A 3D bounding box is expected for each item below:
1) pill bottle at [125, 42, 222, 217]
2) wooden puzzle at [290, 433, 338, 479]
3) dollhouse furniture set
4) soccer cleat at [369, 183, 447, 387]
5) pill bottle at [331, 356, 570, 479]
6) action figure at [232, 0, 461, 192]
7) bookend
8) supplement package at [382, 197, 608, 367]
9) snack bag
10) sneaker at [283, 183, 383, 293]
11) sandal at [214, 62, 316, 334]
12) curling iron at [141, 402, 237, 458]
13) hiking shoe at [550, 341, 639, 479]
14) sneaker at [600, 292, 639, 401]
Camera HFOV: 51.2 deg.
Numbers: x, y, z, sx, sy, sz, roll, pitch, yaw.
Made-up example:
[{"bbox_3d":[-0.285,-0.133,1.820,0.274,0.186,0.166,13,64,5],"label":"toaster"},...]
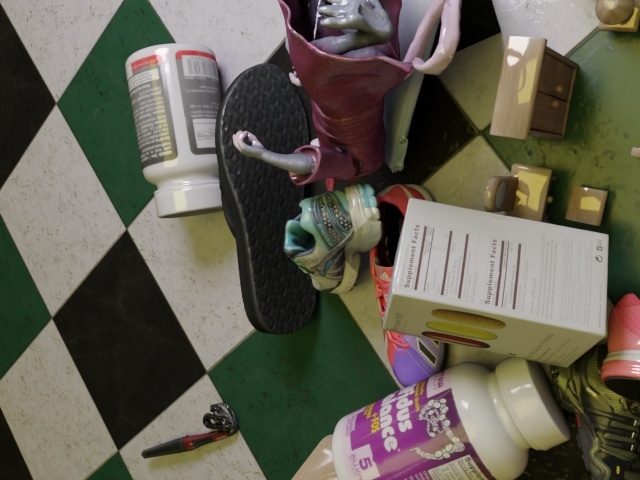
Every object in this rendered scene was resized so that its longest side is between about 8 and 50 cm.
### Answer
[{"bbox_3d":[-0.244,-0.188,1.186,0.161,0.161,0.283,-9,89,34],"label":"pill bottle"},{"bbox_3d":[0.049,0.491,0.977,0.322,0.348,0.081,23,138,30],"label":"wooden puzzle"},{"bbox_3d":[0.394,-0.132,0.757,0.355,0.173,0.303,15,104,32],"label":"dollhouse furniture set"},{"bbox_3d":[0.119,0.076,0.995,0.108,0.116,0.318,-1,94,34],"label":"soccer cleat"},{"bbox_3d":[0.179,0.271,0.932,0.301,0.169,0.169,-31,78,21],"label":"pill bottle"},{"bbox_3d":[0.045,-0.192,0.859,0.275,0.370,0.248,9,56,14],"label":"action figure"},{"bbox_3d":[0.142,-0.298,0.918,0.157,0.156,0.072,-18,86,34],"label":"bookend"},{"bbox_3d":[0.212,0.056,0.838,0.244,0.139,0.134,11,64,6],"label":"supplement package"},{"bbox_3d":[0.051,-0.313,0.929,0.343,0.037,0.323,54,153,30],"label":"snack bag"},{"bbox_3d":[0.000,0.000,1.001,0.283,0.122,0.110,108,155,-62],"label":"sneaker"},{"bbox_3d":[-0.106,-0.066,1.114,0.107,0.167,0.446,1,95,51],"label":"sandal"},{"bbox_3d":[-0.264,0.390,1.333,0.274,0.035,0.068,-31,73,31],"label":"curling iron"},{"bbox_3d":[0.387,0.237,0.850,0.114,0.086,0.227,-33,76,35],"label":"hiking shoe"},{"bbox_3d":[0.486,0.110,0.758,0.313,0.116,0.136,-2,61,22],"label":"sneaker"}]
